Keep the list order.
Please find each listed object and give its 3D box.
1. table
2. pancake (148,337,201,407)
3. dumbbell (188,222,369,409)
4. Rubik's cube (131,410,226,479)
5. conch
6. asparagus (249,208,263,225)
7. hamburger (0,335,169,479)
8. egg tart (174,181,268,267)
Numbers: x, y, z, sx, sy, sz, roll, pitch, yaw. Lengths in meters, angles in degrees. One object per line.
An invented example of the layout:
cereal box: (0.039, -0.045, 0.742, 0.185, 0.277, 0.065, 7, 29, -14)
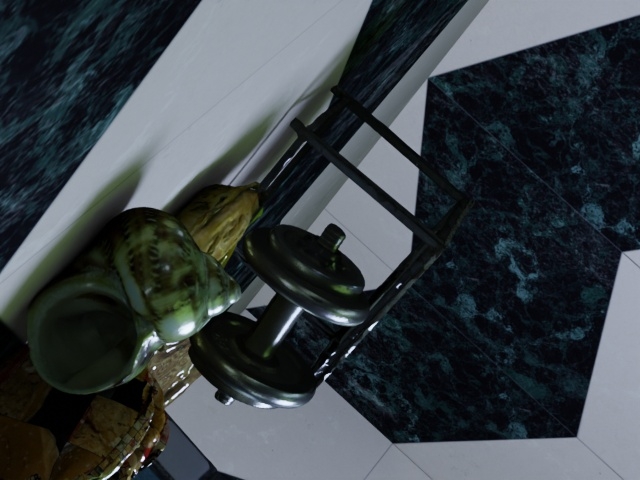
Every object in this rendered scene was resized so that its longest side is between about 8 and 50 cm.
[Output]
table: (0.000, 0.000, 1.930, 0.335, 0.272, 0.222, -49, 180, 26)
pancake: (-0.223, 0.189, 1.850, 0.235, 0.029, 0.212, -46, 160, 8)
dumbbell: (-0.053, 0.101, 1.732, 0.290, 0.192, 0.192, -57, 175, 17)
Rubik's cube: (-0.328, 0.398, 1.631, 0.363, 0.362, 0.359, -48, 177, 23)
conch: (-0.179, 0.061, 1.297, 0.124, 0.181, 0.187, 20, 72, -56)
asparagus: (-0.162, 0.005, 2.190, 0.236, 0.027, 0.034, -47, 167, -22)
hamburger: (-0.272, 0.185, 1.364, 0.231, 0.231, 0.106, -46, 147, -29)
egg tart: (-0.174, 0.027, 1.665, 0.279, 0.095, 0.279, -53, 178, -2)
